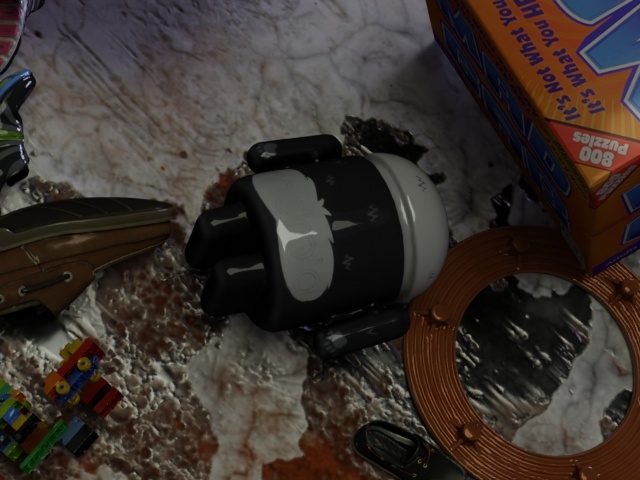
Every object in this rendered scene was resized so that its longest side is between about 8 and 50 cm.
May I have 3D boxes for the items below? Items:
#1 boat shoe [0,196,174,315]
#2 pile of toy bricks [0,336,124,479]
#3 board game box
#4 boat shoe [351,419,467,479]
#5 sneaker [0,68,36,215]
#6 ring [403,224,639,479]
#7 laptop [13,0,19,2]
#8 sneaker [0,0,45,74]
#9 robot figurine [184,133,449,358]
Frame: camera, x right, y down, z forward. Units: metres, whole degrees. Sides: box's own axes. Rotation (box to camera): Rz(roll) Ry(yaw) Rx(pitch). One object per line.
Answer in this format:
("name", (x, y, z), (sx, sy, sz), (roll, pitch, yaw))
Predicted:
("boat shoe", (-0.291, 0.023, 1.850), (0.307, 0.111, 0.104), (-11, 104, -31))
("pile of toy bricks", (-0.306, 0.178, 1.783), (0.105, 0.118, 0.212), (35, 76, 31))
("board game box", (0.348, -0.235, 1.924), (0.356, 0.356, 0.356), (-31, 72, -1))
("boat shoe", (0.099, 0.233, 1.904), (0.133, 0.042, 0.049), (26, 61, -6))
("sneaker", (-0.345, -0.100, 1.907), (0.078, 0.067, 0.188), (30, 58, -27))
("ring", (0.256, 0.134, 2.000), (0.336, 0.032, 0.336), (7, 66, -15))
("laptop", (-0.206, -0.439, 1.926), (0.408, 0.236, 0.382), (47, 44, -6))
("sneaker", (-0.341, -0.256, 1.968), (0.063, 0.075, 0.170), (10, 85, 15))
("robot figurine", (0.000, 0.003, 1.902), (0.278, 0.173, 0.209), (-12, 107, -21))
